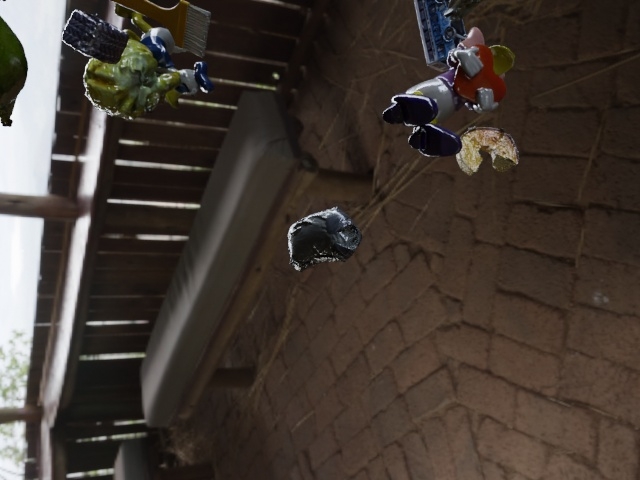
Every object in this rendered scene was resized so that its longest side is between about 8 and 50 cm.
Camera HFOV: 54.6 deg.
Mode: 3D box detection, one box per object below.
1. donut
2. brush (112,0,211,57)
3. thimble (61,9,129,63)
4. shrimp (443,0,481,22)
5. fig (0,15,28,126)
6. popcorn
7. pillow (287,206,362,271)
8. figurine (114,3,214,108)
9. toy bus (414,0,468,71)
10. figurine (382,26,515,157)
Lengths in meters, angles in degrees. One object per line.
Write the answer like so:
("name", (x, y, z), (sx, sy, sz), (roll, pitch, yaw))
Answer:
("donut", (0.475, -0.259, 1.805), (0.078, 0.181, 0.146), (104, 152, -69))
("brush", (-0.355, -0.490, 1.326), (0.272, 0.013, 0.103), (28, 128, 11))
("thimble", (-0.396, -0.358, 1.095), (0.066, 0.095, 0.104), (-60, 0, 14))
("shrimp", (0.326, -0.553, 1.131), (0.085, 0.247, 0.360), (53, 134, 17))
("fig", (-0.655, -0.320, 1.193), (0.235, 0.203, 0.203), (102, 160, -66))
("popcorn", (-0.432, -0.369, 1.434), (0.198, 0.212, 0.198), (-36, 47, 49))
("pillow", (0.000, 0.000, 1.838), (0.335, 0.092, 0.162), (-18, 82, 51))
("figurine", (-0.430, -0.468, 1.619), (0.283, 0.338, 0.205), (-53, -14, -43))
("toy bus", (0.391, -0.703, 2.003), (0.131, 0.106, 0.297), (-20, 73, 43))
("figurine", (0.281, -0.312, 1.284), (0.193, 0.421, 0.154), (-8, 118, 57))
